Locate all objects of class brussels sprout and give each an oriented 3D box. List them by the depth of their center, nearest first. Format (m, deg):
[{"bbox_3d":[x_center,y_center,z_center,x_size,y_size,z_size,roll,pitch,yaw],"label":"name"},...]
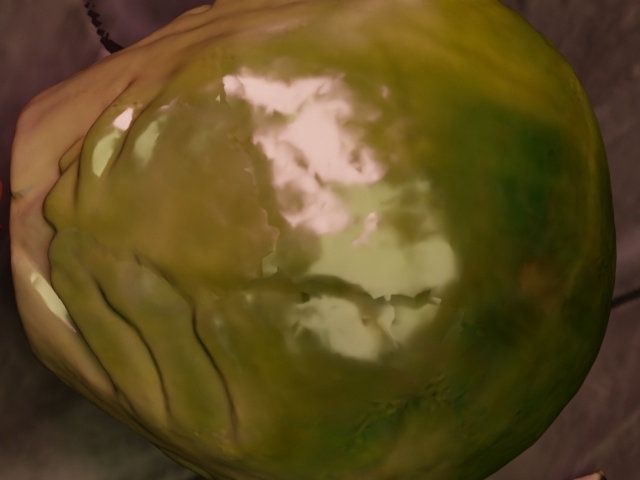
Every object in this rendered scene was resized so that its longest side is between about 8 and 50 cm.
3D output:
[{"bbox_3d":[0.001,0.003,0.510,0.181,0.144,0.161,-12,122,3],"label":"brussels sprout"}]

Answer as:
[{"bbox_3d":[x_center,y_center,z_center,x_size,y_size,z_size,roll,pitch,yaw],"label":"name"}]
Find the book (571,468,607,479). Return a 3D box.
[{"bbox_3d":[0.146,0.297,0.566,0.028,0.262,0.374,-22,108,26],"label":"book"}]

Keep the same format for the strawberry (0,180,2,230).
[{"bbox_3d":[-0.182,0.001,0.380,0.265,0.149,0.336,-5,119,-31],"label":"strawberry"}]
